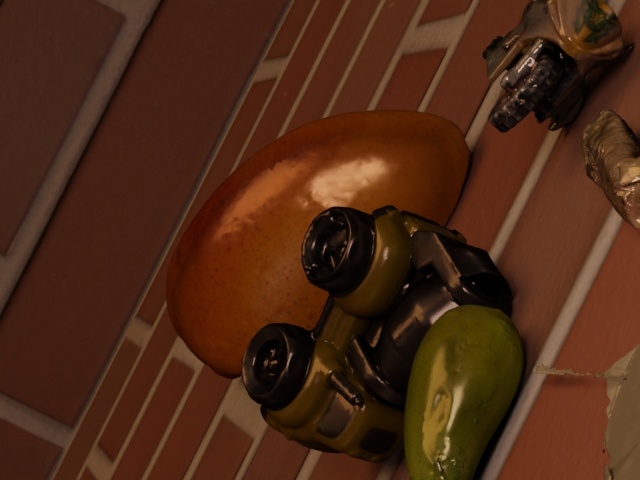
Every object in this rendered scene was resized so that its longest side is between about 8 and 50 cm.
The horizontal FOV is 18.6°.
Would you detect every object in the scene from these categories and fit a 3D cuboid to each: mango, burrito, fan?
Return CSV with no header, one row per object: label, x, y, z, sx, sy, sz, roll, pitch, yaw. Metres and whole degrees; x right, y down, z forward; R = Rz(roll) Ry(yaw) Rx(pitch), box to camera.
mango,0.000,0.000,1.871,0.350,0.199,0.201,-42,50,26
burrito,0.216,-0.053,1.406,0.171,0.042,0.051,-88,-2,-72
mango,0.100,0.120,1.448,0.091,0.074,0.165,-40,27,55
fan,0.202,0.091,1.246,0.182,0.010,0.310,-64,16,-7

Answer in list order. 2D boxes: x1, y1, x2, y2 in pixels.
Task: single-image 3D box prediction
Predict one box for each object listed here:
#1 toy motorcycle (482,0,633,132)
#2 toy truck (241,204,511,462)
toy motorcycle,0.202,-0.166,1.613,0.130,0.094,0.229,-50,5,28
toy truck,0.053,0.088,1.588,0.224,0.147,0.165,-59,40,12
